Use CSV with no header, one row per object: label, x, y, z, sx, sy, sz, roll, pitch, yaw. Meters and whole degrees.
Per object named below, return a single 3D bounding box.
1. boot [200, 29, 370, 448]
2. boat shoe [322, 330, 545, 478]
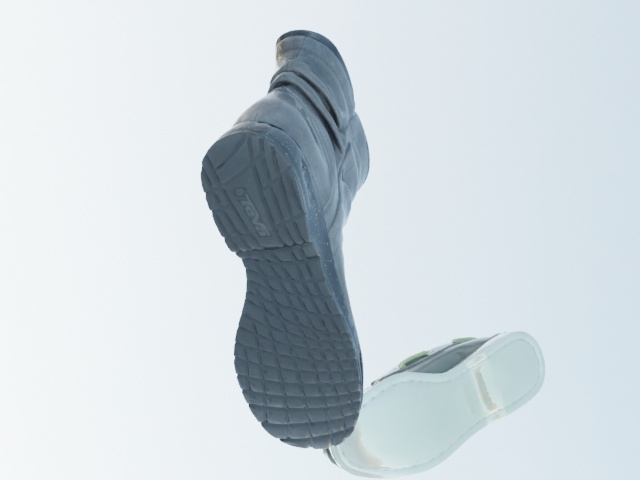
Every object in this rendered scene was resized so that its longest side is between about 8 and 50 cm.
boot,0.000,0.000,1.365,0.118,0.223,0.338,4,-58,16
boat shoe,0.114,0.180,1.667,0.091,0.305,0.109,-8,-79,54
